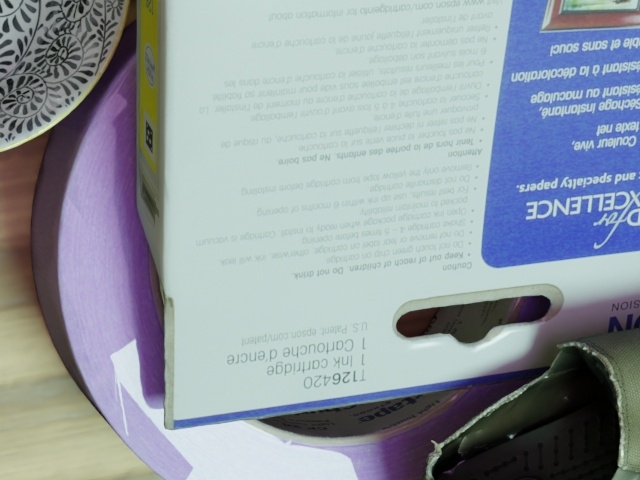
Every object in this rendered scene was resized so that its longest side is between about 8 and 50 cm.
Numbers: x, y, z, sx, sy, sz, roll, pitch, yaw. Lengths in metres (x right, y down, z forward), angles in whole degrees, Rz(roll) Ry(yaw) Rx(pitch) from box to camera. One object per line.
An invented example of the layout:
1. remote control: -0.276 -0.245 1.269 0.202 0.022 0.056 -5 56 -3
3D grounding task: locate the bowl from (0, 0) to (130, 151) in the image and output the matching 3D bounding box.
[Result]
1. bowl: -0.177 -0.124 0.900 0.170 0.080 0.170 -2 98 -16

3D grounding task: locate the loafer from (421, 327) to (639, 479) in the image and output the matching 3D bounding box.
1. loafer: 0.154 0.085 0.901 0.251 0.094 0.087 -30 145 -1

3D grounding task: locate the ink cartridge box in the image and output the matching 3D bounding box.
1. ink cartridge box: 0.070 -0.076 0.875 0.304 0.072 0.307 -6 124 -17

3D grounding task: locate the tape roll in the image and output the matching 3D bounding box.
1. tape roll: 0.000 0.000 0.966 0.275 0.090 0.274 -3 99 -17
